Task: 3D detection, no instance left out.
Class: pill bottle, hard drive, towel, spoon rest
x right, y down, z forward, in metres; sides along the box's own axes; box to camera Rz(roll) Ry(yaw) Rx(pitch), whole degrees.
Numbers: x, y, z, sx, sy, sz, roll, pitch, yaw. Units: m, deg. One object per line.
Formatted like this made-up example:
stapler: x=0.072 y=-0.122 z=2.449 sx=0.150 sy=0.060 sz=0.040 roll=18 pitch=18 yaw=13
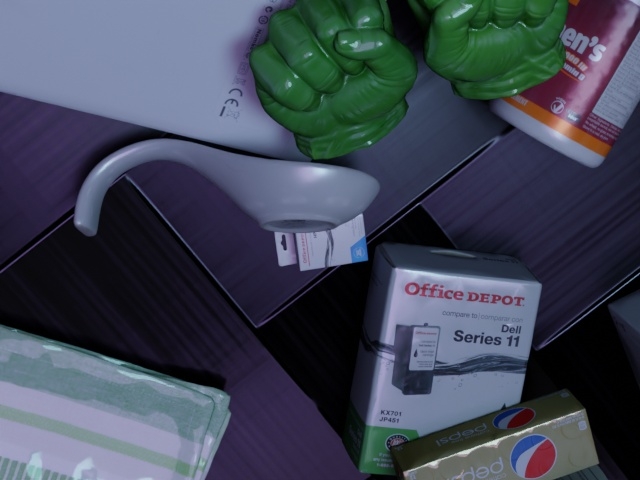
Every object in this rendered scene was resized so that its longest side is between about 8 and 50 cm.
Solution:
pill bottle: x=0.257 y=-0.188 z=1.502 sx=0.121 sy=0.121 sz=0.221 roll=27 pitch=99 yaw=-15
hard drive: x=-0.121 y=-0.191 z=1.429 sx=0.318 sy=0.040 sz=0.210 roll=13 pitch=124 yaw=-21
towel: x=-0.243 y=0.266 z=1.553 sx=0.248 sy=0.038 sz=0.325 roll=17 pitch=88 yaw=-12
spoon rest: x=-0.084 y=-0.051 z=1.495 sx=0.276 sy=0.137 sz=0.084 roll=-2 pitch=80 yaw=3

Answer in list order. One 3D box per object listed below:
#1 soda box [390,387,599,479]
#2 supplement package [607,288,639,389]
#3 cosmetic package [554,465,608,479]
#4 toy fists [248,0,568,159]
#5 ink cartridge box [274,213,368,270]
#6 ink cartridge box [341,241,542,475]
soda box: x=0.161 y=0.201 z=1.535 sx=0.181 sy=0.058 sz=0.061 roll=-18 pitch=109 yaw=-5
supplement package: x=0.437 y=0.160 z=1.584 sx=0.198 sy=0.199 sz=0.263 roll=-25 pitch=107 yaw=-2
cosmetic package: x=0.154 y=0.331 z=1.608 sx=0.309 sy=0.160 sz=0.113 roll=-19 pitch=108 yaw=-2
toy fists: x=0.077 y=-0.170 z=1.400 sx=0.279 sy=0.096 sz=0.142 roll=-19 pitch=128 yaw=5
ink cartridge box: x=0.000 y=0.000 z=1.561 sx=0.083 sy=0.028 sz=0.048 roll=-9 pitch=106 yaw=-6
ink cartridge box: x=0.115 y=0.117 z=1.580 sx=0.153 sy=0.087 sz=0.208 roll=6 pitch=104 yaw=-11
